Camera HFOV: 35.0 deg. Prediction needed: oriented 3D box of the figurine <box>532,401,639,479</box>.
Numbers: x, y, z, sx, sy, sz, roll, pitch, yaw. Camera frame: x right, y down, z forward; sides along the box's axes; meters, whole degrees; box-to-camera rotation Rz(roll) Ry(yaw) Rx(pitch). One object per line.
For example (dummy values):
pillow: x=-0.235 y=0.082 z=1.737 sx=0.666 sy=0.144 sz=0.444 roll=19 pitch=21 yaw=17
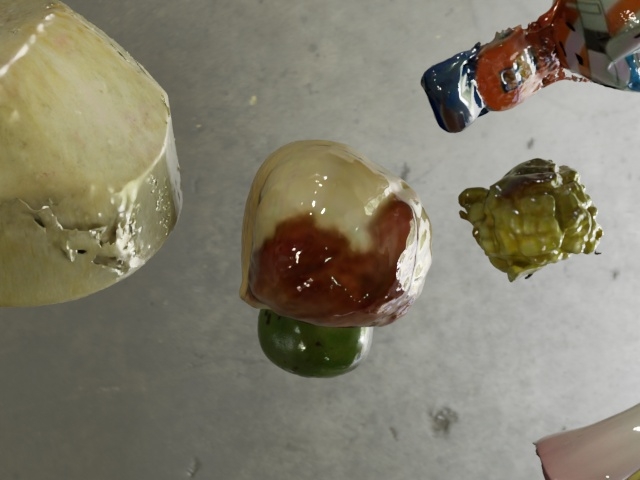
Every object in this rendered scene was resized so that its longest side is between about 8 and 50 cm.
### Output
figurine: x=0.443 y=0.238 z=1.225 sx=0.316 sy=0.206 sz=0.284 roll=-32 pitch=126 yaw=14

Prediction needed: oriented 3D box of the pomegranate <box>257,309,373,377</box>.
pomegranate: x=-0.003 y=0.095 z=1.509 sx=0.182 sy=0.181 sz=0.224 roll=6 pitch=97 yaw=-25

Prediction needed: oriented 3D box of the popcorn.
popcorn: x=0.324 y=-0.032 z=1.553 sx=0.189 sy=0.218 sz=0.169 roll=-26 pitch=98 yaw=13

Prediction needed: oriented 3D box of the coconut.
coconut: x=-0.318 y=-0.076 z=1.099 sx=0.353 sy=0.353 sz=0.352 roll=-1 pitch=93 yaw=-25

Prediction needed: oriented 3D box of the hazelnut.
hazelnut: x=0.000 y=0.000 z=1.235 sx=0.261 sy=0.261 sz=0.241 roll=37 pitch=103 yaw=-22

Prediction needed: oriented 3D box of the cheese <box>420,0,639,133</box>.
cheese: x=0.246 y=-0.188 z=0.889 sx=0.329 sy=0.217 sz=0.129 roll=-24 pitch=61 yaw=7
